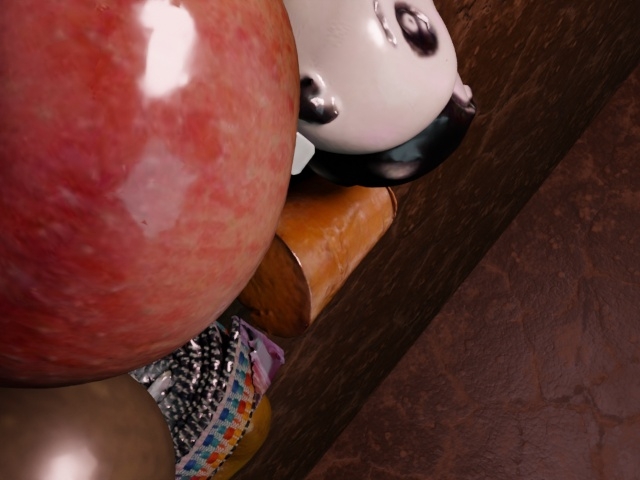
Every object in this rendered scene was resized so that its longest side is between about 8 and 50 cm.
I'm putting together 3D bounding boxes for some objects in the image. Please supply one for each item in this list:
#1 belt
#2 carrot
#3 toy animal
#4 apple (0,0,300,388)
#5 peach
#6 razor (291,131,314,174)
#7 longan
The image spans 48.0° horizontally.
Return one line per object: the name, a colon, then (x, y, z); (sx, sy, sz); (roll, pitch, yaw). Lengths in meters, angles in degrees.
belt: (-0.207, 0.218, 0.958); (0.295, 0.207, 0.160); (-55, 156, -12)
carrot: (0.000, 0.000, 1.051); (0.254, 0.196, 0.196); (-35, 152, -37)
toy animal: (0.033, -0.182, 0.774); (0.251, 0.251, 0.310); (-55, 153, 8)
apple: (-0.155, -0.070, 0.470); (0.269, 0.345, 0.344); (-3, 127, -61)
peach: (-0.198, 0.342, 1.238); (0.251, 0.153, 0.251); (-37, 147, -30)
razor: (-0.079, -0.110, 0.645); (0.056, 0.278, 0.111); (38, 90, -38)
longan: (-0.314, 0.266, 0.716); (0.350, 0.288, 0.288); (-34, 154, -11)
